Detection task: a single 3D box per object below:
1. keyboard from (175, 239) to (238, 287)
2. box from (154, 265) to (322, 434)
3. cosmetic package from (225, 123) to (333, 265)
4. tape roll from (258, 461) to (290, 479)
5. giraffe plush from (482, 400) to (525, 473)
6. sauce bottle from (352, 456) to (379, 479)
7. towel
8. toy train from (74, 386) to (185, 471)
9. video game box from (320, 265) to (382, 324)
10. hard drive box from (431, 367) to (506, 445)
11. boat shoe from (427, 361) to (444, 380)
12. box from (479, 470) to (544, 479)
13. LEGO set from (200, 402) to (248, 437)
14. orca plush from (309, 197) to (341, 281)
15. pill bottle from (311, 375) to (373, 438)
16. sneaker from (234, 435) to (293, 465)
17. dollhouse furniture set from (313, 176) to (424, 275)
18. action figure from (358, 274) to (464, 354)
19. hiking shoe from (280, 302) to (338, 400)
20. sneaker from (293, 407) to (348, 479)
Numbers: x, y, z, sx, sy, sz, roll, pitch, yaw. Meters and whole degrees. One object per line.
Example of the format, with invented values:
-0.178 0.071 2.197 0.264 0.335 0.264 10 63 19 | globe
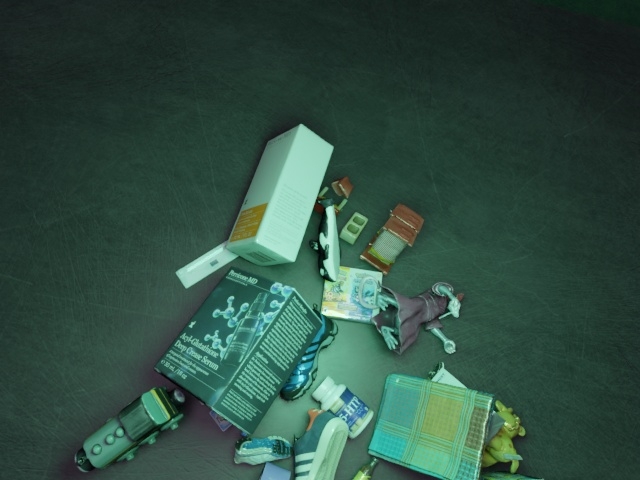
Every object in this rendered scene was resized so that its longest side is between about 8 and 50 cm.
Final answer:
-0.382 0.072 1.721 0.256 0.014 0.072 -33 82 -15 | keyboard
-0.239 0.316 1.467 0.294 0.212 0.395 14 59 40 | box
-0.139 -0.151 1.686 0.162 0.230 0.452 31 66 -30 | cosmetic package
-0.158 0.752 1.411 0.080 0.189 0.188 21 70 2 | tape roll
0.566 0.614 1.561 0.170 0.211 0.181 -42 120 -42 | giraffe plush
0.136 0.740 1.525 0.042 0.042 0.128 41 74 8 | sauce bottle
0.325 0.560 1.474 0.040 0.371 0.271 37 64 -38 | towel
-0.551 0.545 1.408 0.334 0.190 0.142 -36 77 7 | toy train
0.110 0.191 1.714 0.206 0.048 0.186 8 68 -3 | video game box
0.418 0.542 1.509 0.181 0.232 0.089 -50 125 -3 | hard drive box
0.382 0.467 1.648 0.038 0.046 0.125 25 78 -2 | boat shoe
0.545 0.733 1.471 0.159 0.233 0.044 2 70 -5 | box
-0.276 0.508 1.570 0.182 0.060 0.244 -39 68 -16 | LEGO set
0.000 0.000 1.671 0.102 0.151 0.286 -2 108 19 | orca plush
0.066 0.528 1.556 0.187 0.112 0.112 41 72 8 | pill bottle
-0.180 0.662 1.514 0.191 0.082 0.071 10 26 -19 | sneaker
0.146 -0.071 1.706 0.374 0.201 0.152 33 49 5 | dollhouse furniture set
0.339 0.241 1.668 0.371 0.247 0.276 -13 34 -35 | action figure
-0.064 0.363 1.577 0.132 0.113 0.303 47 57 -32 | hiking shoe
-0.038 0.684 1.491 0.148 0.131 0.349 21 87 42 | sneaker
